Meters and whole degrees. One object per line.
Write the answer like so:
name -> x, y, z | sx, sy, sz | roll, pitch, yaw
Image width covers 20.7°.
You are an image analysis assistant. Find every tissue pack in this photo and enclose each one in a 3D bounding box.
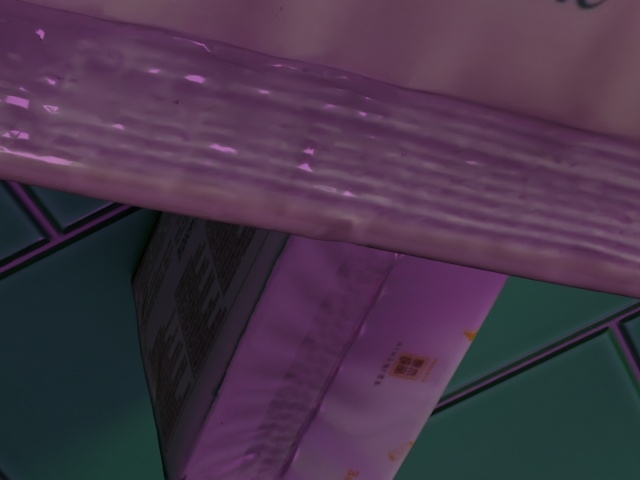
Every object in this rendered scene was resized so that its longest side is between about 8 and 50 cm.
tissue pack -> 0.023, -0.146, 0.692 | 0.380, 0.297, 0.207 | 9, 126, -24
tissue pack -> 0.000, 0.000, 0.875 | 0.124, 0.185, 0.225 | 13, 124, -20
